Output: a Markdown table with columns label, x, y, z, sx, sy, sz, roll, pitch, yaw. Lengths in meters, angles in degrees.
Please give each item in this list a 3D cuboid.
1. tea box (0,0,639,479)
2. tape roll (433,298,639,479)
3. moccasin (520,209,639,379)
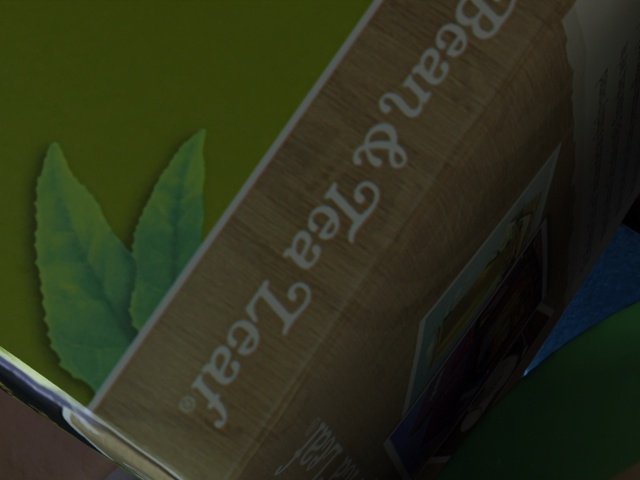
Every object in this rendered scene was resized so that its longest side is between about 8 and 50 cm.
| label | x | y | z | sx | sy | sz | roll | pitch | yaw |
| --- | --- | --- | --- | --- | --- | --- | --- | --- | --- |
| tea box | -0.072 | -0.071 | 0.606 | 0.323 | 0.220 | 0.329 | 34 | 172 | 12 |
| tape roll | 0.133 | 0.165 | 0.474 | 0.077 | 0.321 | 0.321 | 12 | -158 | -43 |
| moccasin | 0.146 | 0.083 | 0.960 | 0.117 | 0.137 | 0.342 | 49 | 163 | 49 |
